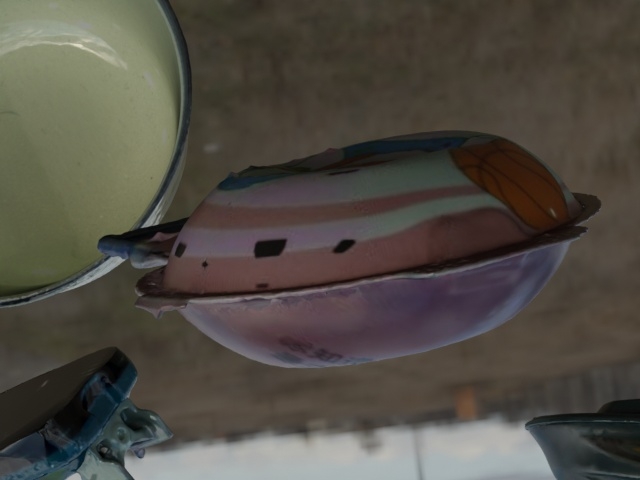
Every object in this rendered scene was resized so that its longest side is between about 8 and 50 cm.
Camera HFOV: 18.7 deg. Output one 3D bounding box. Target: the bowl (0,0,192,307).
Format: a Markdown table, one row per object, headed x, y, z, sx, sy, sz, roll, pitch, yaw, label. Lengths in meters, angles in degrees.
| x | y | z | sx | sy | sz | roll | pitch | yaw | label |
| --- | --- | --- | --- | --- | --- | --- | --- | --- | --- |
| -0.181 | -0.066 | 1.166 | 0.237 | 0.238 | 0.126 | -8 | 166 | 6 | bowl |

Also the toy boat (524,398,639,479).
| x | y | z | sx | sy | sz | roll | pitch | yaw | label |
| --- | --- | --- | --- | --- | --- | --- | --- | --- | --- |
| 0.231 | 0.113 | 1.061 | 0.246 | 0.103 | 0.093 | 3 | 164 | 20 | toy boat |

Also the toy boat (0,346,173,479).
| x | y | z | sx | sy | sz | roll | pitch | yaw | label |
| --- | --- | --- | --- | --- | --- | --- | --- | --- | --- |
| -0.246 | 0.179 | 1.478 | 0.299 | 0.092 | 0.134 | -24 | -160 | 40 | toy boat |

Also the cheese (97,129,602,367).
| x | y | z | sx | sy | sz | roll | pitch | yaw | label |
| --- | --- | --- | --- | --- | --- | --- | --- | --- | --- |
| 0.000 | 0.000 | 0.781 | 0.189 | 0.074 | 0.286 | -13 | -171 | -26 | cheese |
